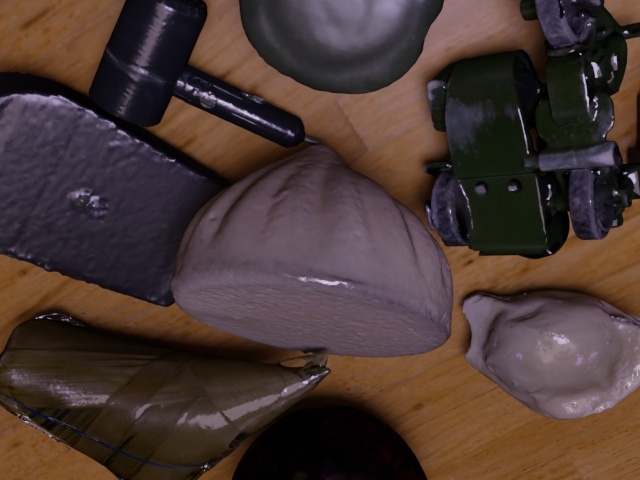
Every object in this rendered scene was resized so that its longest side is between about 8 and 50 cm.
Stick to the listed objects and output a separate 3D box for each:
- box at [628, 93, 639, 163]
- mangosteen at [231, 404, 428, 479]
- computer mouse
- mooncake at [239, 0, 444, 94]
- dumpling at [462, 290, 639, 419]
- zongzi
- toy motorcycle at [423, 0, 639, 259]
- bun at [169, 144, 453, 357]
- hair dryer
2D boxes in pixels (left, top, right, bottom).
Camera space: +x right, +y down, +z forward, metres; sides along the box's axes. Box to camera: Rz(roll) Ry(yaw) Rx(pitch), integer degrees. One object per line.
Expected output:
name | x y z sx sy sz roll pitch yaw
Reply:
box | 0.397 -0.089 0.677 0.215 0.215 0.086 -3 100 5
mangosteen | 0.007 0.288 0.830 0.228 0.265 0.228 0 87 4
computer mouse | -0.230 -0.051 0.790 0.295 0.087 0.168 27 106 -23
mooncake | 0.018 -0.215 0.687 0.168 0.104 0.175 -22 117 24
dumpling | 0.239 0.116 0.829 0.199 0.118 0.136 15 113 19
zongzi | -0.175 0.131 0.822 0.260 0.123 0.289 38 125 -14
toy motorcycle | 0.184 -0.103 0.727 0.205 0.127 0.275 -2 107 37
bun | 0.000 0.000 0.751 0.263 0.263 0.175 9 71 -2
hair dryer | -0.093 -0.143 0.755 0.219 0.071 0.124 26 112 -16
